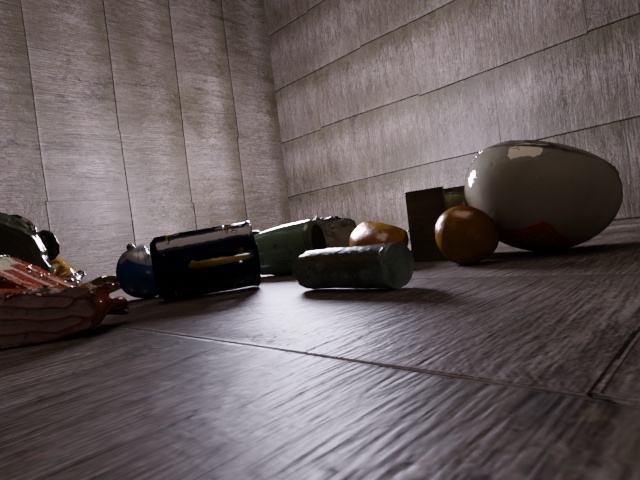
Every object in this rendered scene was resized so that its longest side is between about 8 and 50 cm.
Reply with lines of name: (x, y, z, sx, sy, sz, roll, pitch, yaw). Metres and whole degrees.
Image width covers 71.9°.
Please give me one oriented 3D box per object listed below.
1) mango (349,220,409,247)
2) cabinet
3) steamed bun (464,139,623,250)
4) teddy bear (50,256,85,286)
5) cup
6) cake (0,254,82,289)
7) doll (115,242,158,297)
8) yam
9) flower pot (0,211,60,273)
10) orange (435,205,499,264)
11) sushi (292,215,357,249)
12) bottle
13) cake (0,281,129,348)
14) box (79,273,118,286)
mango: (0.174, 0.012, 1.348, 0.187, 0.138, 0.257, 2, 5, 12)
cabinet: (0.378, -0.056, 1.344, 0.174, 0.215, 0.148, -8, 1, -39)
steamed bun: (0.553, -0.096, 1.142, 0.374, 0.242, 0.374, 17, -5, 1)
teddy bear: (-0.807, 0.099, 1.321, 0.140, 0.190, 0.177, -44, 14, -22)
cup: (-0.290, 0.035, 1.112, 0.256, 0.179, 0.255, -10, -26, -19)
cake: (-0.622, 0.160, 0.959, 0.261, 0.160, 0.158, 28, -2, -4)
doll: (-0.452, 0.083, 1.280, 0.256, 0.161, 0.215, -4, 24, -36)
yam: (0.057, 0.055, 0.899, 0.259, 0.093, 0.093, -7, 1, 44)
flower pot: (-0.830, 0.069, 1.101, 0.213, 0.302, 0.301, -11, -2, 35)
orange: (0.359, -0.010, 1.093, 0.159, 0.136, 0.159, 33, -9, 6)
sushi: (0.000, 0.000, 1.670, 0.343, 0.197, 0.182, -8, 8, -18)
bottle: (-0.161, 0.038, 1.489, 0.346, 0.169, 0.168, -10, 0, 20)
cake: (-0.470, 0.119, 0.729, 0.287, 0.098, 0.135, -7, 1, -30)
box: (-0.651, 0.142, 1.302, 0.153, 0.041, 0.279, -24, 2, -4)
